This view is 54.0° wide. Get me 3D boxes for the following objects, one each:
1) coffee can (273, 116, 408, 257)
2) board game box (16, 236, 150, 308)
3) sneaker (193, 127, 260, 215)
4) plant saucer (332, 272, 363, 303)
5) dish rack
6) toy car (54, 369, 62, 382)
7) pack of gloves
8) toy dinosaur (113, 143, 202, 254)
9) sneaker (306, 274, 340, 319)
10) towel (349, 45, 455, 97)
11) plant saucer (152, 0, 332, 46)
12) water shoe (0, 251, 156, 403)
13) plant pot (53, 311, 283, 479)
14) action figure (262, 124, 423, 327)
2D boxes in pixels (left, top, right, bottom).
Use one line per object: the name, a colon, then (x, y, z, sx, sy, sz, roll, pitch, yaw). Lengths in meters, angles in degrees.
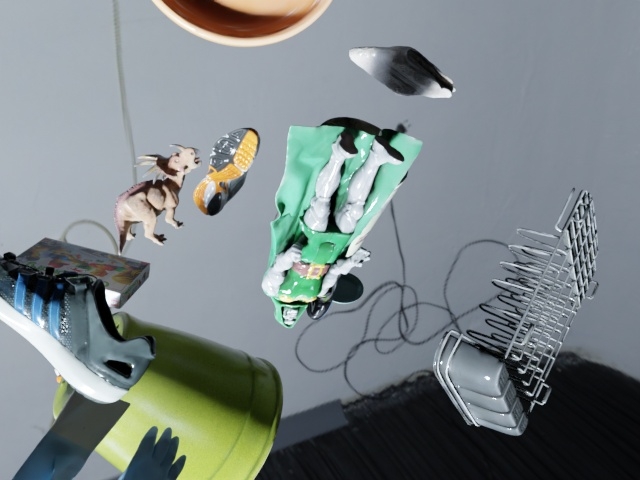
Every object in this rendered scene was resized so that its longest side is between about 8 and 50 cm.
coffee can: (0.035, -0.092, 1.326, 0.202, 0.201, 0.275, -2, 143, -28)
board game box: (-0.628, 0.081, 1.641, 0.305, 0.193, 0.053, 13, 113, 2)
sneaker: (-0.214, -0.181, 1.524, 0.099, 0.121, 0.262, 42, 125, 1)
plant saucer: (0.058, 0.133, 1.712, 0.119, 0.119, 0.021, -14, 136, -22)
dish rack: (0.240, 0.078, 0.713, 0.271, 0.074, 0.208, -57, 144, -18)
toy car: (-0.534, 0.336, 1.468, 0.182, 0.159, 0.136, 49, 43, -43)
pack of gloves: (-0.294, 0.318, 0.847, 0.195, 0.232, 0.046, 33, 134, -9)
toy dinosaur: (-0.425, -0.107, 1.538, 0.295, 0.127, 0.200, -45, 145, -30)
sneaker: (0.001, 0.113, 1.460, 0.078, 0.067, 0.188, -46, 162, -53)
towel: (0.219, -0.434, 1.638, 0.282, 0.187, 0.049, 16, 87, -51)
plant saucer: (-0.074, -0.272, 0.565, 0.200, 0.037, 0.199, 0, 91, -12)
water shoe: (-0.236, 0.056, 0.572, 0.203, 0.073, 0.080, 43, 82, -1)
plant pot: (-0.330, 0.329, 1.296, 0.353, 0.366, 0.366, 39, 92, -28)
action figure: (0.000, 0.000, 0.608, 0.137, 0.063, 0.232, 4, 131, -26)
